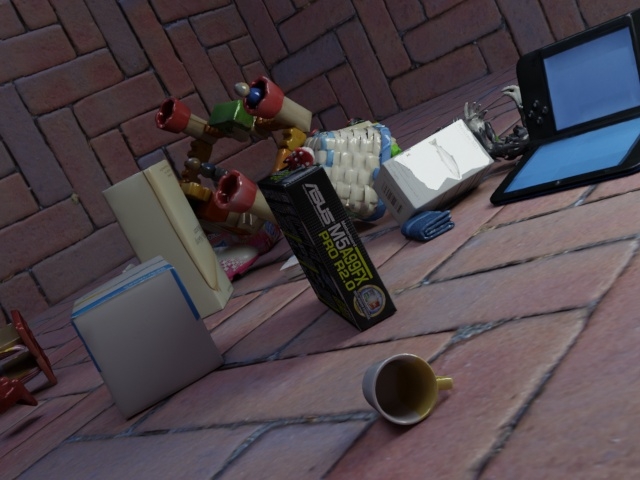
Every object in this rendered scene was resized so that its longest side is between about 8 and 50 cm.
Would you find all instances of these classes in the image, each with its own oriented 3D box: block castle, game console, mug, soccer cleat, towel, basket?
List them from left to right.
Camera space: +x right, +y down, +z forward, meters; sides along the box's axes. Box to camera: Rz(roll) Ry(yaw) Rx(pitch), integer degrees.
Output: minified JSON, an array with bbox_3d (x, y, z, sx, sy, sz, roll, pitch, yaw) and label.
[{"bbox_3d":[-0.303,0.059,1.876,0.331,0.143,0.116,-24,10,16],"label":"soccer cleat"},{"bbox_3d":[-0.251,-0.188,1.873,0.453,0.212,0.303,2,73,49],"label":"block castle"},{"bbox_3d":[-0.022,-0.110,1.080,0.035,0.029,0.083,-36,8,-19],"label":"soccer cleat"},{"bbox_3d":[0.110,-0.140,1.738,0.288,0.201,0.255,0,4,-9],"label":"basket"},{"bbox_3d":[0.074,0.139,0.768,0.062,0.078,0.064,-63,10,-13],"label":"mug"},{"bbox_3d":[0.176,-0.027,1.393,0.067,0.029,0.119,-29,10,-9],"label":"towel"},{"bbox_3d":[0.397,-0.208,1.295,0.173,0.250,0.293,-9,-3,-38],"label":"game console"}]

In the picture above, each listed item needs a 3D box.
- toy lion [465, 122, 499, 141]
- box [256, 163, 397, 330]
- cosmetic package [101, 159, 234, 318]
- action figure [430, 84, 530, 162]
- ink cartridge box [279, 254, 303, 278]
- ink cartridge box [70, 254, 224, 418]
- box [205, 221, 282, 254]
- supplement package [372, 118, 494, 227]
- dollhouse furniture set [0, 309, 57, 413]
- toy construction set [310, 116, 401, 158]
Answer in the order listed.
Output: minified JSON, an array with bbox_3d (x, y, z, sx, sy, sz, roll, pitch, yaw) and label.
[{"bbox_3d":[0.320,-0.206,1.742,0.100,0.096,0.034,-24,10,15],"label":"toy lion"},{"bbox_3d":[0.000,0.000,1.175,0.060,0.216,0.270,-30,9,-8],"label":"box"},{"bbox_3d":[-0.300,0.005,1.664,0.113,0.310,0.160,-26,11,7],"label":"cosmetic package"},{"bbox_3d":[0.336,-0.214,1.584,0.164,0.141,0.275,-22,12,-37],"label":"action figure"},{"bbox_3d":[-0.042,0.047,1.588,0.048,0.028,0.083,-23,10,22],"label":"ink cartridge box"},{"bbox_3d":[-0.276,0.140,1.305,0.168,0.171,0.232,-29,10,-12],"label":"ink cartridge box"},{"bbox_3d":[-0.243,0.001,2.072,0.256,0.123,0.128,-24,12,20],"label":"box"},{"bbox_3d":[0.200,-0.118,1.494,0.179,0.105,0.105,-31,-15,-17],"label":"supplement package"},{"bbox_3d":[-0.621,0.300,1.589,0.201,0.152,0.374,-29,27,-14],"label":"dollhouse furniture set"},{"bbox_3d":[0.062,-0.165,1.942,0.151,0.215,0.327,33,48,26],"label":"toy construction set"}]
